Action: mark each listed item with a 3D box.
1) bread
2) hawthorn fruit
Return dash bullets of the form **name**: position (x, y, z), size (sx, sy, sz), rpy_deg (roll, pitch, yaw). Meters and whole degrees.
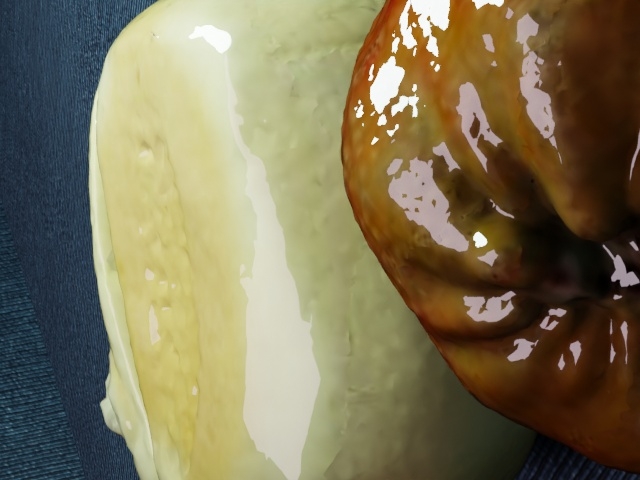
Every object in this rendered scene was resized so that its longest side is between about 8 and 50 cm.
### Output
- **bread**: position (0.000, 0.000, 0.975), size (0.348, 0.253, 0.376), rpy_deg (-15, 87, 65)
- **hawthorn fruit**: position (0.141, -0.048, 0.545), size (0.258, 0.262, 0.258), rpy_deg (27, 158, 12)
